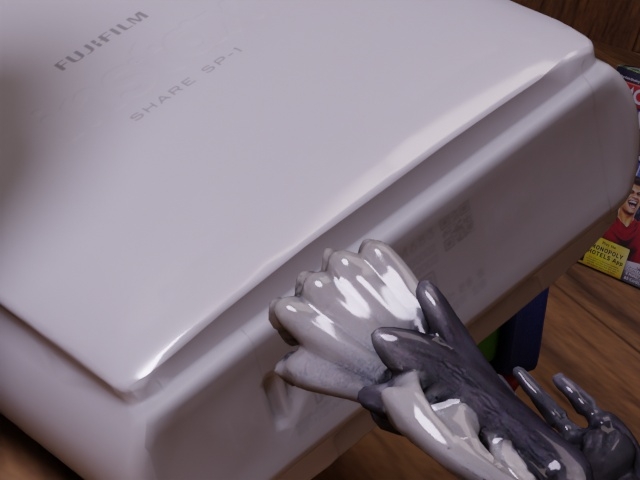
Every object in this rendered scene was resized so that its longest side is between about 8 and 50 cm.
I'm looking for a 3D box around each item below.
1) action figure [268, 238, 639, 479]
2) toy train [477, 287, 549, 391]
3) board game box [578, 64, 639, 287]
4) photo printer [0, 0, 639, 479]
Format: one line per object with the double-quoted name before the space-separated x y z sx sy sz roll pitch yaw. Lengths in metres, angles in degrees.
"action figure" 0.020 0.099 0.518 0.141 0.164 0.275 34 7 14
"toy train" 0.000 0.000 1.050 0.143 0.105 0.248 -5 23 -29
"board game box" 0.289 -0.047 1.402 0.194 0.194 0.060 25 14 25
"photo printer" -0.065 -0.035 0.813 0.256 0.107 0.307 -36 43 -24
